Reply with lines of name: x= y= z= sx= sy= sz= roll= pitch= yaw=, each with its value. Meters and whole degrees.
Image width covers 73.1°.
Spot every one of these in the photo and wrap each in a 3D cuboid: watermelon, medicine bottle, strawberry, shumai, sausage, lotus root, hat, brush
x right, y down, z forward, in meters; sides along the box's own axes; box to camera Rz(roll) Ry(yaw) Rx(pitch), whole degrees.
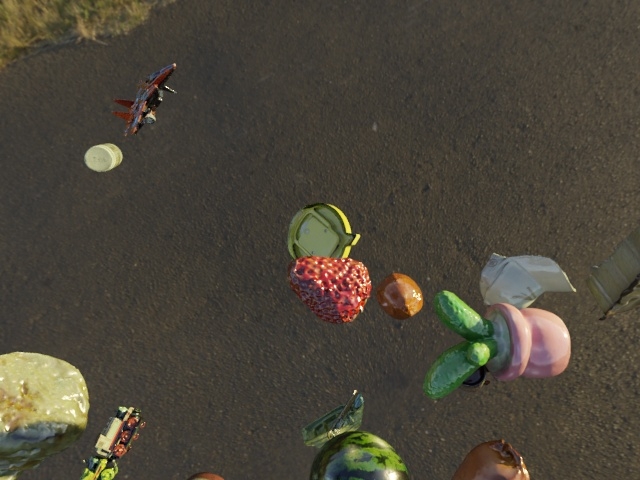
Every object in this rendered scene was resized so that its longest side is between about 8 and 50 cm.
watermelon: x=0.108 y=0.709 z=1.257 sx=0.286 sy=0.285 sz=0.284 roll=-3 pitch=66 yaw=7
medicine bottle: x=-0.388 y=-0.149 z=0.775 sx=0.047 sy=0.083 sz=0.047 roll=-4 pitch=107 yaw=-13
strawberry: x=0.017 y=0.128 z=1.253 sx=0.245 sy=0.205 sz=0.205 roll=31 pitch=71 yaw=-17
shumai: x=-0.592 y=0.347 z=0.814 sx=0.218 sy=0.256 sz=0.189 roll=-58 pitch=34 yaw=25
sausage: x=0.206 y=0.470 z=0.668 sx=0.094 sy=0.097 sz=0.348 roll=41 pitch=83 yaw=-20
sausage: x=0.280 y=0.198 z=1.560 sx=0.153 sy=0.268 sz=0.141 roll=-44 pitch=89 yaw=2
lotus root: x=0.536 y=0.037 z=0.686 sx=0.170 sy=0.260 sz=0.074 roll=-11 pitch=57 yaw=-3
hat: x=0.754 y=0.179 z=1.572 sx=0.302 sy=0.258 sz=0.168 roll=-5 pitch=52 yaw=52
brush: x=0.082 y=0.583 z=1.445 sx=0.028 sy=0.034 sz=0.190 roll=8 pitch=38 yaw=35

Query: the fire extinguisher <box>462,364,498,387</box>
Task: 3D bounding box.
fire extinguisher: x=0.498 y=0.440 z=1.404 sx=0.142 sy=0.341 sz=0.105 roll=16 pitch=75 yaw=24

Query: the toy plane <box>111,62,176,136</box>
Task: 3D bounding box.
toy plane: x=-0.317 y=-0.269 z=0.806 sx=0.189 sy=0.061 sz=0.130 roll=-20 pitch=60 yaw=30

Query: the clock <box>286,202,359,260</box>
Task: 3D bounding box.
clock: x=0.001 y=-0.001 z=1.650 sx=0.293 sy=0.071 sz=0.277 roll=47 pitch=113 yaw=27

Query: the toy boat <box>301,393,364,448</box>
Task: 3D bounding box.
toy boat: x=0.062 y=0.703 z=1.656 sx=0.276 sy=0.111 sz=0.084 roll=-33 pitch=105 yaw=0

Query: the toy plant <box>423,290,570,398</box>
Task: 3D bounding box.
toy plant: x=0.480 y=0.304 z=1.199 sx=0.357 sy=0.210 sz=0.316 roll=1 pitch=101 yaw=-9

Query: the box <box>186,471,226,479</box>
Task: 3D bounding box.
box: x=-0.270 y=0.859 z=1.273 sx=0.404 sy=0.108 sz=0.263 roll=34 pitch=107 yaw=-4

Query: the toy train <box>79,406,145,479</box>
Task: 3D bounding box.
toy train: x=-0.484 y=0.495 z=0.971 sx=0.085 sy=0.053 sz=0.249 roll=27 pitch=79 yaw=-5
